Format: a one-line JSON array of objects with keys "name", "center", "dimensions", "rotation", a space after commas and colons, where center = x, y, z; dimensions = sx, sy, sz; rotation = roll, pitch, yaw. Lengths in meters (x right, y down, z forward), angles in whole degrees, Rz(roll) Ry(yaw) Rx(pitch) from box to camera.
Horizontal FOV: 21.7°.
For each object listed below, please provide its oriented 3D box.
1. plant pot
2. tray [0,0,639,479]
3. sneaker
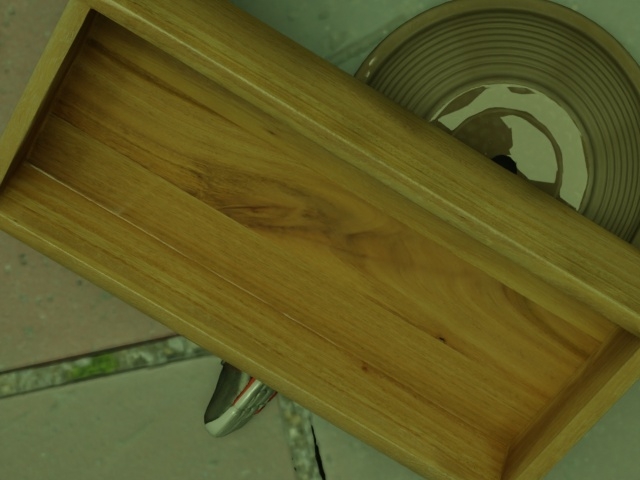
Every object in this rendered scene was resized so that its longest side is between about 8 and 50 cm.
[{"name": "plant pot", "center": [0.121, -0.051, 1.130], "dimensions": [0.237, 0.110, 0.237], "rotation": [0, 94, 4]}, {"name": "tray", "center": [0.000, 0.000, 1.061], "dimensions": [0.411, 0.076, 0.203], "rotation": [31, 128, -5]}, {"name": "sneaker", "center": [-0.046, 0.065, 1.186], "dimensions": [0.065, 0.061, 0.158], "rotation": [32, 89, 14]}]
